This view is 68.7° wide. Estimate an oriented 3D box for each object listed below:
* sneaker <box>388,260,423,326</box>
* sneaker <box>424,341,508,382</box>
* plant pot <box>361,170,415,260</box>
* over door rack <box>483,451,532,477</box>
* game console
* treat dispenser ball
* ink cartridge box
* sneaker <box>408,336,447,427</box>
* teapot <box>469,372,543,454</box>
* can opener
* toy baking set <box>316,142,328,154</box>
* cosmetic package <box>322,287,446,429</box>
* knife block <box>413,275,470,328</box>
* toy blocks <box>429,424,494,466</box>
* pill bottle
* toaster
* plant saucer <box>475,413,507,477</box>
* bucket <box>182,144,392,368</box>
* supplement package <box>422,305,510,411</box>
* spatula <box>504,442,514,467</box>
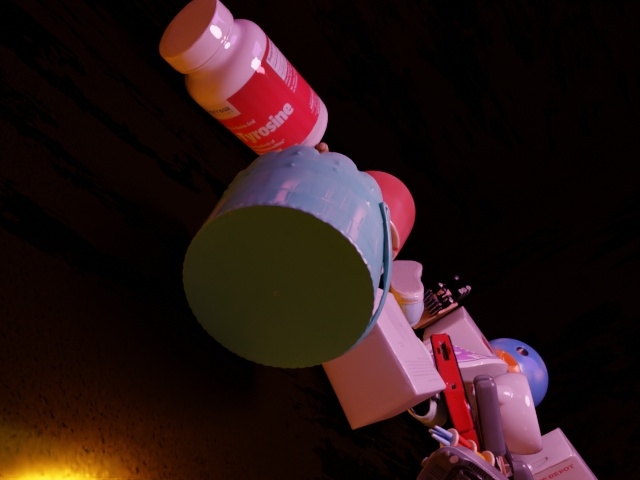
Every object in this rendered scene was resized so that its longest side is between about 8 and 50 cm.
[{"bbox_3d":[0.275,0.174,1.571,0.366,0.135,0.150,-55,147,-71],"label":"sneaker"},{"bbox_3d":[0.459,0.372,1.511,0.282,0.102,0.161,8,29,-20],"label":"sneaker"},{"bbox_3d":[0.148,-0.045,1.407,0.275,0.275,0.243,51,24,-12],"label":"plant pot"},{"bbox_3d":[0.560,0.708,1.236,0.239,0.108,0.324,53,14,-30],"label":"over door rack"},{"bbox_3d":[0.367,0.457,1.217,0.386,0.060,0.341,-67,140,-71],"label":"game console"},{"bbox_3d":[0.732,0.529,1.833,0.288,0.288,0.288,49,16,-20],"label":"treat dispenser ball"},{"bbox_3d":[0.762,0.789,1.493,0.307,0.223,0.129,52,15,-11],"label":"ink cartridge box"},{"bbox_3d":[0.221,0.310,1.118,0.151,0.094,0.255,46,19,-53],"label":"sneaker"},{"bbox_3d":[0.557,0.533,1.433,0.252,0.187,0.255,5,72,-70],"label":"teapot"},{"bbox_3d":[0.408,0.443,1.038,0.076,0.095,0.283,-3,85,-77],"label":"can opener"},{"bbox_3d":[-0.019,-0.169,1.280,0.030,0.196,0.256,20,9,1],"label":"toy baking set"},{"bbox_3d":[0.105,0.217,0.899,0.224,0.138,0.224,27,30,-60],"label":"cosmetic package"},{"bbox_3d":[0.424,0.218,1.662,0.088,0.242,0.276,61,16,20],"label":"knife block"},{"bbox_3d":[0.275,0.464,0.973,0.148,0.123,0.054,34,-19,-10],"label":"toy blocks"},{"bbox_3d":[-0.177,-0.378,1.152,0.408,0.229,0.229,37,23,-48],"label":"pill bottle"},{"bbox_3d":[0.288,0.473,0.847,0.227,0.129,0.146,33,-1,29],"label":"toaster"},{"bbox_3d":[0.429,0.527,1.181,0.200,0.037,0.199,-16,90,-78],"label":"plant saucer"},{"bbox_3d":[-0.039,0.025,0.643,0.281,0.281,0.183,50,25,-17],"label":"bucket"},{"bbox_3d":[0.515,0.413,1.647,0.292,0.175,0.177,55,16,3],"label":"supplement package"},{"bbox_3d":[0.484,0.592,1.181,0.296,0.031,0.084,-85,159,-61],"label":"spatula"}]
